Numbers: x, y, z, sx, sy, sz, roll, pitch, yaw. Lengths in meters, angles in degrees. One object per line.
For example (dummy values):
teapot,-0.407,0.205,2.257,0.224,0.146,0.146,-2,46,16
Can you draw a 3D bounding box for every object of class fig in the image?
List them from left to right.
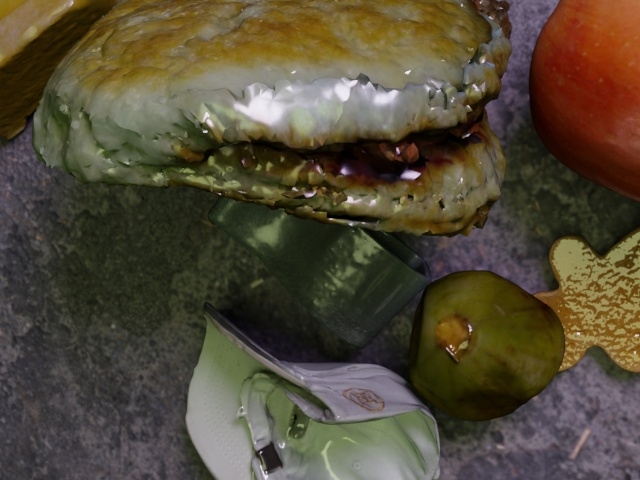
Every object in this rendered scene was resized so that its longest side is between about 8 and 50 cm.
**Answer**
fig,0.146,0.097,0.713,0.154,0.165,0.144,19,80,37

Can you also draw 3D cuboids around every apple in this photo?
apple,0.307,-0.125,0.616,0.241,0.242,0.242,38,105,20

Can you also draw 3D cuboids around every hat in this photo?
hat,-0.024,0.187,0.818,0.301,0.168,0.258,40,128,30

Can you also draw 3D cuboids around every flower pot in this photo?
flower pot,0.000,0.000,0.789,0.229,0.103,0.108,43,106,5

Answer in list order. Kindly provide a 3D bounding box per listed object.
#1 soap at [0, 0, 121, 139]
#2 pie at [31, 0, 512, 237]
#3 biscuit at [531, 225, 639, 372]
soap,-0.377,-0.317,0.824,0.293,0.156,0.335,-30,87,18
pie,-0.046,-0.131,0.652,0.418,0.395,0.180,7,120,9
biscuit,0.299,0.054,0.749,0.240,0.035,0.158,-32,87,23
